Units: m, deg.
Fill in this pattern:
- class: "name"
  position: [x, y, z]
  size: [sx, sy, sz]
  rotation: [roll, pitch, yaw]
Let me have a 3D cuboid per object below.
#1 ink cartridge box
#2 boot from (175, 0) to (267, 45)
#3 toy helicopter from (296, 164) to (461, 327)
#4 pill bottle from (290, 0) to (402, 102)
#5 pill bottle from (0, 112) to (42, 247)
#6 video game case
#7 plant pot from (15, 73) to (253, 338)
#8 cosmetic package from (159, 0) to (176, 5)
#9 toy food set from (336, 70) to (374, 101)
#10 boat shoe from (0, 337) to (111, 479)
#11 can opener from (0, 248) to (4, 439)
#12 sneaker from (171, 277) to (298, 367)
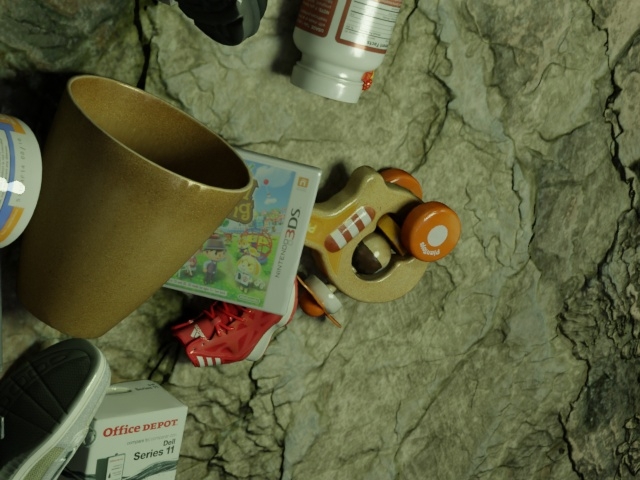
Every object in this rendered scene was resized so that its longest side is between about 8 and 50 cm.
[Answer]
- class: "ink cartridge box"
  position: [-0.267, 0.295, 2.056]
  size: [0.153, 0.087, 0.208]
  rotation: [-5, 113, -43]
- class: "boot"
  position: [-0.026, -0.483, 1.793]
  size: [0.445, 0.146, 0.367]
  rotation: [-40, 116, -26]
- class: "toy helicopter"
  position: [0.000, 0.000, 2.158]
  size: [0.355, 0.140, 0.235]
  rotation: [18, 107, -36]
- class: "pill bottle"
  position: [0.036, -0.289, 2.018]
  size: [0.121, 0.121, 0.216]
  rotation: [6, 107, -45]
- class: "pill bottle"
  position: [-0.438, -0.079, 1.653]
  size: [0.272, 0.152, 0.152]
  rotation: [11, 103, -46]
- class: "video game case"
  position: [-0.123, -0.022, 1.977]
  size: [0.212, 0.023, 0.193]
  rotation: [14, 105, -2]
- class: "plant pot"
  position: [-0.242, -0.022, 1.839]
  size: [0.237, 0.237, 0.254]
  rotation: [14, 114, -46]
- class: "cosmetic package"
  position: [-0.110, -0.376, 1.877]
  size: [0.239, 0.060, 0.099]
  rotation: [-36, 130, -24]
- class: "toy food set"
  position: [0.043, -0.226, 2.130]
  size: [0.083, 0.020, 0.082]
  rotation: [-9, 117, -40]
- class: "boat shoe"
  position: [-0.355, 0.261, 1.942]
  size: [0.320, 0.118, 0.103]
  rotation: [-57, 143, 1]
- class: "can opener"
  position: [-0.412, 0.131, 1.846]
  size: [0.074, 0.093, 0.280]
  rotation: [-8, 108, -43]
- class: "sneaker"
  position: [-0.114, 0.099, 2.063]
  size: [0.128, 0.087, 0.221]
  rotation: [-16, 145, -32]
